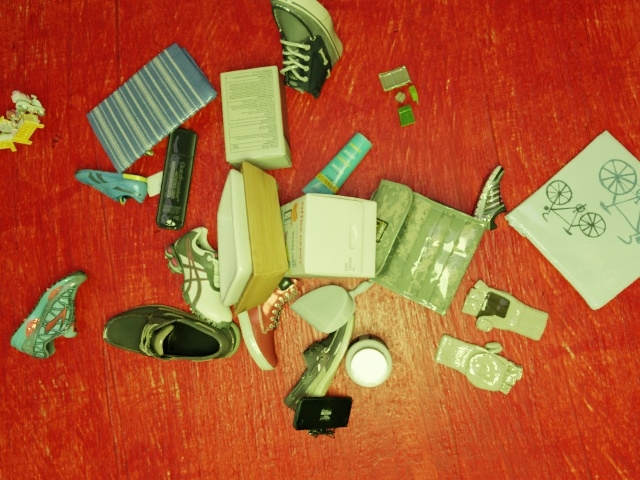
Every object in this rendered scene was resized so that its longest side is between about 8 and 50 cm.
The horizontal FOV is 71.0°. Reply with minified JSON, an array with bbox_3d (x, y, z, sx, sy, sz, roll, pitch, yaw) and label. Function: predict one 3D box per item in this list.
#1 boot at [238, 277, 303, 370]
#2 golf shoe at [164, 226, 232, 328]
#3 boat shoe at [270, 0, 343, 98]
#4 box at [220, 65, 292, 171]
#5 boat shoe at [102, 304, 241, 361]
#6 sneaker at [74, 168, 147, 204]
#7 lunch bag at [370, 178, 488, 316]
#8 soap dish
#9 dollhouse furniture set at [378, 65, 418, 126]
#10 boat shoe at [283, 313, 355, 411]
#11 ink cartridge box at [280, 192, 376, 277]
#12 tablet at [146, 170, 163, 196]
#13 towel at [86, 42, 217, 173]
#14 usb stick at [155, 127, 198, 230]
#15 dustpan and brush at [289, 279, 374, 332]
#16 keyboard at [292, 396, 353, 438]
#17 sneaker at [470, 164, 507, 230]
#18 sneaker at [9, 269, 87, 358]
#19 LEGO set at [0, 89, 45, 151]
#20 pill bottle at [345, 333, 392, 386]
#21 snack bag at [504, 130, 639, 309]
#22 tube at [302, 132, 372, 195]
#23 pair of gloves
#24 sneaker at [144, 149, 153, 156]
[{"bbox_3d":[-0.109,0.188,1.124,0.176,0.088,0.244,-20,79,2],"label":"boot"},{"bbox_3d":[-0.285,0.091,1.112,0.120,0.105,0.272,-40,71,13],"label":"golf shoe"},{"bbox_3d":[-0.045,-0.449,1.061,0.127,0.340,0.158,26,98,19],"label":"boat shoe"},{"bbox_3d":[-0.162,-0.306,1.155,0.149,0.127,0.232,-5,84,5],"label":"box"},{"bbox_3d":[-0.383,0.231,1.122,0.356,0.130,0.132,1,84,6],"label":"boat shoe"},{"bbox_3d":[-0.570,-0.144,1.210,0.210,0.069,0.082,9,91,7],"label":"sneaker"},{"bbox_3d":[0.213,0.007,1.067,0.287,0.169,0.235,26,96,18],"label":"lunch bag"},{"bbox_3d":[-0.165,-0.001,1.048,0.118,0.229,0.290,1,60,-22],"label":"soap dish"},{"bbox_3d":[0.211,-0.380,1.178,0.076,0.058,0.151,-18,64,11],"label":"dollhouse furniture set"},{"bbox_3d":[-0.003,0.296,1.094,0.093,0.103,0.285,25,93,3],"label":"boat shoe"},{"bbox_3d":[0.000,0.000,1.031,0.168,0.233,0.171,4,83,-24],"label":"ink cartridge box"},{"bbox_3d":[-0.439,-0.160,1.229,0.083,0.006,0.054,-23,83,3],"label":"tablet"},{"bbox_3d":[-0.456,-0.361,1.209,0.336,0.040,0.243,-38,67,3],"label":"towel"},{"bbox_3d":[-0.384,-0.166,1.202,0.077,0.045,0.277,8,85,-16],"label":"usb stick"},{"bbox_3d":[0.049,0.144,1.098,0.211,0.060,0.147,-38,37,-18],"label":"dustpan and brush"},{"bbox_3d":[-0.002,0.414,1.059,0.038,0.192,0.100,6,79,45],"label":"keyboard"},{"bbox_3d":[0.429,-0.099,1.110,0.075,0.063,0.170,20,92,8],"label":"sneaker"},{"bbox_3d":[-0.683,0.198,1.187,0.125,0.104,0.261,38,93,-9],"label":"sneaker"},{"bbox_3d":[-0.884,-0.324,1.237,0.287,0.132,0.107,-24,74,9],"label":"LEGO set"},{"bbox_3d":[0.112,0.280,1.043,0.108,0.180,0.107,-1,84,6],"label":"pill bottle"},{"bbox_3d":[0.683,-0.044,1.091,0.343,0.037,0.323,-41,81,0],"label":"snack bag"},{"bbox_3d":[0.048,-0.184,1.166,0.080,0.052,0.207,41,95,15],"label":"tube"},{"bbox_3d":[0.415,0.238,1.087,0.204,0.042,0.240,29,89,7],"label":"pair of gloves"},{"bbox_3d":[-0.498,-0.242,1.234,0.083,0.032,0.036,22,101,12],"label":"sneaker"}]
